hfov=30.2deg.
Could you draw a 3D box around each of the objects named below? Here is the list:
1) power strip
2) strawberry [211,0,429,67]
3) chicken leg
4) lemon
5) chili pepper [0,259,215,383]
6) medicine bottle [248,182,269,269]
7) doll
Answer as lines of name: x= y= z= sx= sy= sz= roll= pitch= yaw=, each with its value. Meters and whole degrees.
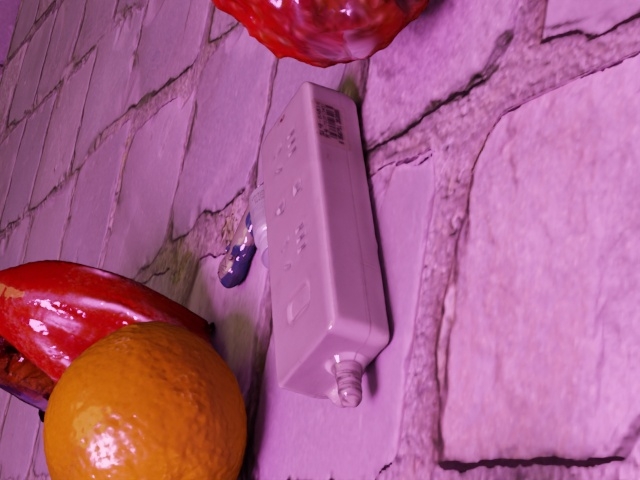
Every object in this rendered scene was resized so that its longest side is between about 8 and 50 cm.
power strip: x=0.000 y=0.000 z=0.997 sx=0.098 sy=0.058 sz=0.338 roll=-50 pitch=33 yaw=38
strawberry: x=-0.015 y=-0.323 z=0.989 sx=0.291 sy=0.292 sz=0.310 roll=-58 pitch=22 yaw=27
chicken leg: x=-0.320 y=0.166 z=1.411 sx=0.407 sy=0.158 sz=0.095 roll=86 pitch=-172 yaw=-70
lemon: x=-0.155 y=0.168 z=1.060 sx=0.187 sy=0.187 sz=0.244 roll=-60 pitch=26 yaw=25
chili pepper: x=-0.232 y=0.092 z=1.199 sx=0.144 sy=0.253 sz=0.136 roll=-37 pitch=24 yaw=59
medicine bottle: x=-0.040 y=-0.013 z=1.099 sx=0.047 sy=0.047 sz=0.083 roll=-56 pitch=30 yaw=32
doll: x=-0.072 y=-0.009 z=1.187 sx=0.125 sy=0.027 sz=0.037 roll=-67 pitch=18 yaw=11
